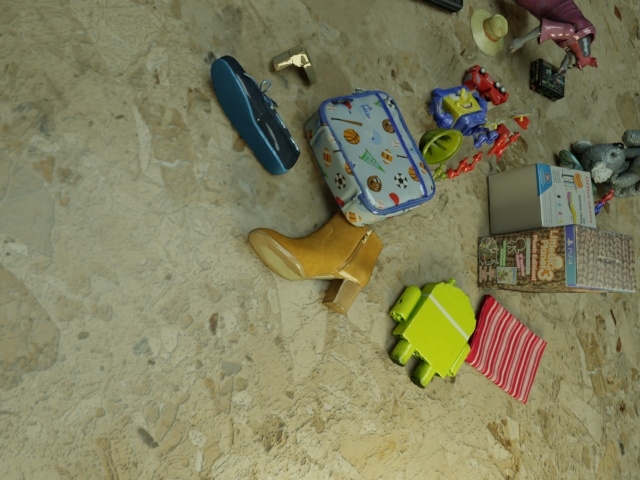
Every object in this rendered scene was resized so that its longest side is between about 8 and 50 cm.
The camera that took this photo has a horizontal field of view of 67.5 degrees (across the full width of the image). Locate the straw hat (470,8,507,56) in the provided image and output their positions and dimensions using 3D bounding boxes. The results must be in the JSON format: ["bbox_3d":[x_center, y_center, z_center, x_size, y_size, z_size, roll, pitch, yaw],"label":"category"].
[{"bbox_3d":[0.509,-0.619,1.395,0.144,0.061,0.145,4,82,-29],"label":"straw hat"}]

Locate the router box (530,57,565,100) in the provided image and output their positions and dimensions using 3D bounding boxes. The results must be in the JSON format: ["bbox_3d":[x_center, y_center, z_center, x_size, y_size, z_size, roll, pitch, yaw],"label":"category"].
[{"bbox_3d":[0.716,-0.506,1.509,0.122,0.038,0.092,13,78,-27],"label":"router box"}]

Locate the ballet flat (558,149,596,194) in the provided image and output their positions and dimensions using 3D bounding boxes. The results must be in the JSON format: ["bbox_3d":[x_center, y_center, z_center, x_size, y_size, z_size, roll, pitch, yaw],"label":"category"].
[{"bbox_3d":[0.799,-0.199,1.509,0.188,0.070,0.070,45,66,-13],"label":"ballet flat"}]

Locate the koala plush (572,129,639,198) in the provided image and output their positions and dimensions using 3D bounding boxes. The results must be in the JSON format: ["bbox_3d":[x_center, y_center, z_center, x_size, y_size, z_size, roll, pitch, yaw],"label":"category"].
[{"bbox_3d":[0.922,-0.240,1.522,0.221,0.203,0.196,9,49,-16],"label":"koala plush"}]

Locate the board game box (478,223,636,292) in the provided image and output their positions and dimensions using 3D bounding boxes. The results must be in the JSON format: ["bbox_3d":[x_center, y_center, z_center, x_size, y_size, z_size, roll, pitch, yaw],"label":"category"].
[{"bbox_3d":[0.596,0.058,1.233,0.232,0.291,0.141,8,80,-27],"label":"board game box"}]

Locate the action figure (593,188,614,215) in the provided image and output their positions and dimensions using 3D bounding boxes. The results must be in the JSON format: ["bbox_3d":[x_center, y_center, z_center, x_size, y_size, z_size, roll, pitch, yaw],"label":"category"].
[{"bbox_3d":[0.893,-0.118,1.526,0.038,0.115,0.030,-5,50,-26],"label":"action figure"}]

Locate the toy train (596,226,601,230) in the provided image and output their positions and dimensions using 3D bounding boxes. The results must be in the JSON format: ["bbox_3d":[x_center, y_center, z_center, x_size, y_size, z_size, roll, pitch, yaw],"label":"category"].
[{"bbox_3d":[0.862,0.048,1.495,0.248,0.105,0.143,15,87,-27],"label":"toy train"}]

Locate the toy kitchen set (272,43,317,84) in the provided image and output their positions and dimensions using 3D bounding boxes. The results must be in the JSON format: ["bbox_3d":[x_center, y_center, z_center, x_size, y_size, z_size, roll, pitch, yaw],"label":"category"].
[{"bbox_3d":[-0.058,-0.394,1.080,0.083,0.075,0.068,57,15,-47],"label":"toy kitchen set"}]

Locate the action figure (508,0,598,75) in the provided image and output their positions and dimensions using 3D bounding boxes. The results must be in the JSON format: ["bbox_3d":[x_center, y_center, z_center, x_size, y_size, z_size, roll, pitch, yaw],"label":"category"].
[{"bbox_3d":[0.694,-0.638,1.361,0.248,0.276,0.370,-7,63,-38],"label":"action figure"}]

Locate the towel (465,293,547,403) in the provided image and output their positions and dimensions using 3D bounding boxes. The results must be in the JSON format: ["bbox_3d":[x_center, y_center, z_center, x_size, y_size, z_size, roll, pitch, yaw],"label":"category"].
[{"bbox_3d":[0.507,0.296,1.306,0.275,0.031,0.199,37,69,-20],"label":"towel"}]

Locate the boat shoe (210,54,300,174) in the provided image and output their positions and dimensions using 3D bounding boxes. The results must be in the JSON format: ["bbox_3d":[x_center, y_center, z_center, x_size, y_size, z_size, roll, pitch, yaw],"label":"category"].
[{"bbox_3d":[-0.132,-0.261,0.993,0.089,0.109,0.258,-46,122,-32],"label":"boat shoe"}]

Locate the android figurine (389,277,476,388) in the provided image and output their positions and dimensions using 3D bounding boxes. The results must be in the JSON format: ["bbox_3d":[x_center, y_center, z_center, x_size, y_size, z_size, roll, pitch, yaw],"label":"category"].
[{"bbox_3d":[0.281,0.215,1.176,0.248,0.056,0.273,45,66,-17],"label":"android figurine"}]

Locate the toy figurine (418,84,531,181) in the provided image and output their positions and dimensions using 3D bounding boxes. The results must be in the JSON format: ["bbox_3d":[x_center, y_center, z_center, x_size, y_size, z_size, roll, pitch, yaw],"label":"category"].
[{"bbox_3d":[0.335,-0.304,1.250,0.362,0.191,0.217,-20,64,-24],"label":"toy figurine"}]

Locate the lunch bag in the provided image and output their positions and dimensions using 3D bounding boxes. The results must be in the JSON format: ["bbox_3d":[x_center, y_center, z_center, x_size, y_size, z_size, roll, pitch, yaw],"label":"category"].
[{"bbox_3d":[0.117,-0.194,1.074,0.243,0.115,0.303,-18,80,-31],"label":"lunch bag"}]

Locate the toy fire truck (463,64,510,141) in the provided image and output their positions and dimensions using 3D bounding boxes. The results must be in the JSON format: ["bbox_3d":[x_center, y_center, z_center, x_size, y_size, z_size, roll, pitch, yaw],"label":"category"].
[{"bbox_3d":[0.471,-0.386,1.355,0.192,0.047,0.135,33,71,-21],"label":"toy fire truck"}]

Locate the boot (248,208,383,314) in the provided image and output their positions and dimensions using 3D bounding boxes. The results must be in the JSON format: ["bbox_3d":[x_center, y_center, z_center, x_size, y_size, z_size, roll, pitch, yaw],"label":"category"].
[{"bbox_3d":[0.001,0.000,1.031,0.295,0.104,0.211,40,62,-25],"label":"boot"}]

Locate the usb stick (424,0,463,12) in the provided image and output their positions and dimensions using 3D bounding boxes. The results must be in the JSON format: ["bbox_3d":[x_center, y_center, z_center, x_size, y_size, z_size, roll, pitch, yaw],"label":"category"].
[{"bbox_3d":[0.269,-0.681,1.280,0.278,0.045,0.077,4,75,-28],"label":"usb stick"}]

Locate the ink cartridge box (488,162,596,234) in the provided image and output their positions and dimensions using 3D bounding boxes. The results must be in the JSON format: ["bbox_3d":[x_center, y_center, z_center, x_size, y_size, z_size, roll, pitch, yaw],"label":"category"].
[{"bbox_3d":[0.613,-0.103,1.330,0.232,0.168,0.171,2,82,-29],"label":"ink cartridge box"}]
